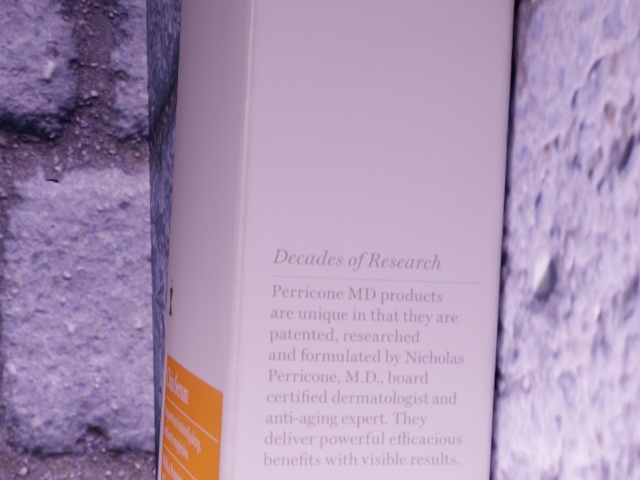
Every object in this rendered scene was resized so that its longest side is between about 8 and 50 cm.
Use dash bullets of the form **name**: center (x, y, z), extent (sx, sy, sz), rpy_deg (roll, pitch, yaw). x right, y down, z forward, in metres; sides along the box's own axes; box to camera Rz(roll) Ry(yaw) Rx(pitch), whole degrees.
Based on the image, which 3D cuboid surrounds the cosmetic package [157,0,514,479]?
- **cosmetic package**: center (0.000, 0.000, 0.834), extent (0.230, 0.161, 0.453), rpy_deg (-175, 88, -74)
